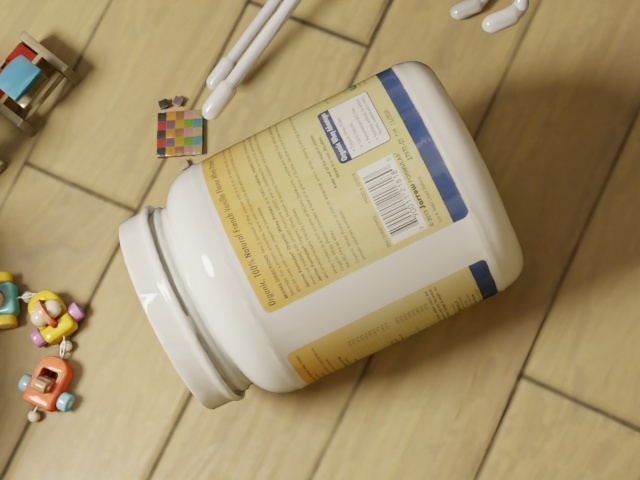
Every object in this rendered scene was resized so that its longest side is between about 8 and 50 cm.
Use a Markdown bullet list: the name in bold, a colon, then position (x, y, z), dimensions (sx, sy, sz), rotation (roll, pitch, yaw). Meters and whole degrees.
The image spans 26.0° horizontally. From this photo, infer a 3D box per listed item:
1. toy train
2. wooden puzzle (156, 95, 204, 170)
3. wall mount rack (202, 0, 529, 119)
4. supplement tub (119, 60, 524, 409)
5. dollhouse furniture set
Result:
- **toy train**: position (-0.308, 0.099, 1.391), dimensions (0.166, 0.046, 0.125), rotation (26, 80, 17)
- **wooden puzzle**: position (-0.146, -0.111, 1.440), dimensions (0.049, 0.006, 0.083), rotation (-3, 73, 11)
- **wall mount rack**: position (0.025, -0.223, 1.304), dimensions (0.304, 0.350, 0.131), rotation (-13, 103, 0)
- **supplement tub**: position (0.000, 0.000, 1.259), dimensions (0.316, 0.228, 0.228), rotation (-26, 71, 3)
- **dollhouse furniture set**: position (-0.374, -0.156, 1.434), dimensions (0.129, 0.129, 0.184), rotation (38, 85, 19)
